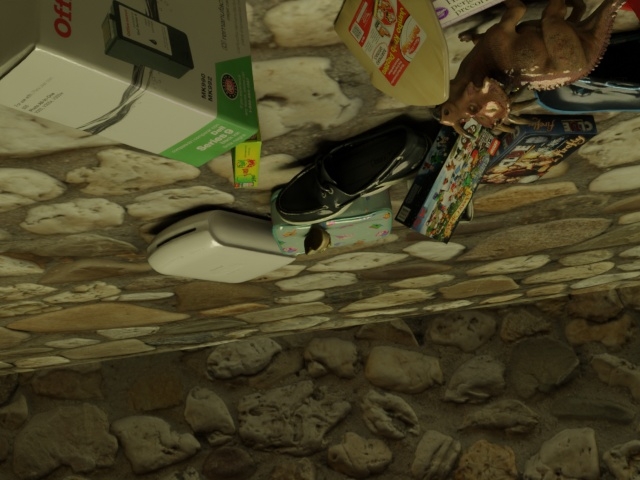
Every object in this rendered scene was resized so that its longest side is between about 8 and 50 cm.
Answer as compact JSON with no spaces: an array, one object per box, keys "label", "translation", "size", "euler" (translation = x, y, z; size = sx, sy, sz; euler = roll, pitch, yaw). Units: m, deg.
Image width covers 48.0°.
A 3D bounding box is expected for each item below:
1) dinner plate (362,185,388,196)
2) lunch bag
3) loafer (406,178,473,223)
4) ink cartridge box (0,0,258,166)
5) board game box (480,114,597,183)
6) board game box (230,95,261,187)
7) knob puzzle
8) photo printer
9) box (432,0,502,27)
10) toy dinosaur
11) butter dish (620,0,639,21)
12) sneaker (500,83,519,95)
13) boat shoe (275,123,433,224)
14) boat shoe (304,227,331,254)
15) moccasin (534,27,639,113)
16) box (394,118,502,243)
[{"label":"dinner plate","translation":[0.111,-0.119,1.465],"size":[0.141,0.017,0.141],"euler":[-22,-158,9]},{"label":"lunch bag","translation":[0.021,-0.054,1.625],"size":[0.278,0.108,0.224],"euler":[-8,163,3]},{"label":"loafer","translation":[0.264,-0.108,1.513],"size":[0.112,0.111,0.319],"euler":[-53,157,5]},{"label":"ink cartridge box","translation":[-0.219,-0.229,0.811],"size":[0.121,0.211,0.289],"euler":[-20,158,36]},{"label":"board game box","translation":[0.431,-0.184,1.494],"size":[0.164,0.042,0.243],"euler":[-2,161,-16]},{"label":"board game box","translation":[-0.130,-0.168,1.233],"size":[0.043,0.092,0.181],"euler":[-6,162,-9]},{"label":"knob puzzle","translation":[0.108,-0.259,0.935],"size":[0.030,0.213,0.213],"euler":[-34,173,-24]},{"label":"photo printer","translation":[-0.243,0.019,1.739],"size":[0.256,0.107,0.307],"euler":[-22,158,37]},{"label":"box","translation":[0.264,-0.355,0.864],"size":[0.323,0.067,0.063],"euler":[-17,159,29]},{"label":"toy dinosaur","translation":[0.294,-0.247,0.988],"size":[0.295,0.201,0.127],"euler":[-13,161,16]},{"label":"butter dish","translation":[0.509,-0.323,0.974],"size":[0.160,0.118,0.160],"euler":[0,160,-21]},{"label":"sneaker","translation":[0.337,-0.267,1.211],"size":[0.031,0.035,0.083],"euler":[1,161,-26]},{"label":"boat shoe","translation":[0.046,-0.130,1.370],"size":[0.339,0.127,0.113],"euler":[-17,159,21]},{"label":"boat shoe","translation":[0.000,0.000,1.528],"size":[0.045,0.050,0.135],"euler":[-6,173,-16]},{"label":"moccasin","translation":[0.514,-0.267,1.125],"size":[0.341,0.138,0.117],"euler":[-11,157,9]},{"label":"box","translation":[0.246,-0.117,1.368],"size":[0.044,0.233,0.159],"euler":[32,-171,36]}]
